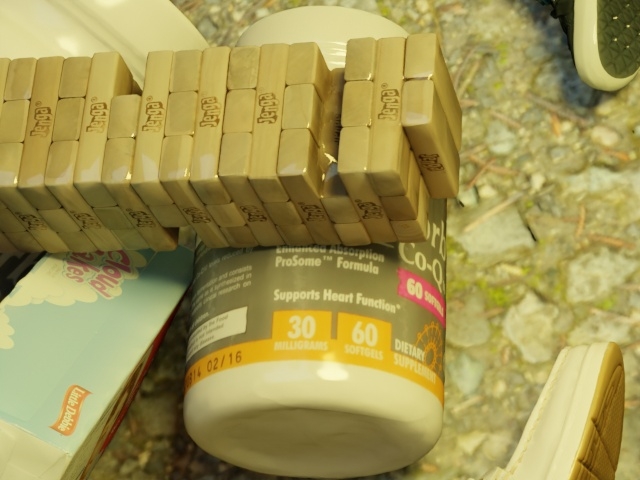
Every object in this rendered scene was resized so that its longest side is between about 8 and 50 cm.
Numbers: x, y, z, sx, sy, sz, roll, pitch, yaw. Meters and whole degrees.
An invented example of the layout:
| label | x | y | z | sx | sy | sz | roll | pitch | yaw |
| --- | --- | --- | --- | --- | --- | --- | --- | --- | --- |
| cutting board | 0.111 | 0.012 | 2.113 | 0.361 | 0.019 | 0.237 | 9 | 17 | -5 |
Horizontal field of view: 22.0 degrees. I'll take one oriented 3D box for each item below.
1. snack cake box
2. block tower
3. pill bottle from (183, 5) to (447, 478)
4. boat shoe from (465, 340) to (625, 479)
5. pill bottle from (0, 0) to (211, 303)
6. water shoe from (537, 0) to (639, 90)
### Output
| label | x | y | z | sx | sy | sz | roll | pitch | yaw |
| --- | --- | --- | --- | --- | --- | --- | --- | --- | --- |
| snack cake box | -0.171 | 0.100 | 1.003 | 0.089 | 0.264 | 0.152 | 27 | 115 | 0 |
| block tower | -0.092 | -0.052 | 0.962 | 0.335 | 0.097 | 0.091 | -3 | 62 | 14 |
| pill bottle | 0.000 | 0.000 | 1.057 | 0.162 | 0.162 | 0.278 | -8 | 62 | 20 |
| boat shoe | 0.101 | 0.179 | 0.960 | 0.096 | 0.098 | 0.277 | 14 | 73 | 28 |
| pill bottle | -0.254 | -0.042 | 1.160 | 0.210 | 0.210 | 0.363 | 33 | 82 | 33 |
| water shoe | 0.177 | -0.181 | 1.136 | 0.080 | 0.073 | 0.203 | -22 | 51 | 38 |
